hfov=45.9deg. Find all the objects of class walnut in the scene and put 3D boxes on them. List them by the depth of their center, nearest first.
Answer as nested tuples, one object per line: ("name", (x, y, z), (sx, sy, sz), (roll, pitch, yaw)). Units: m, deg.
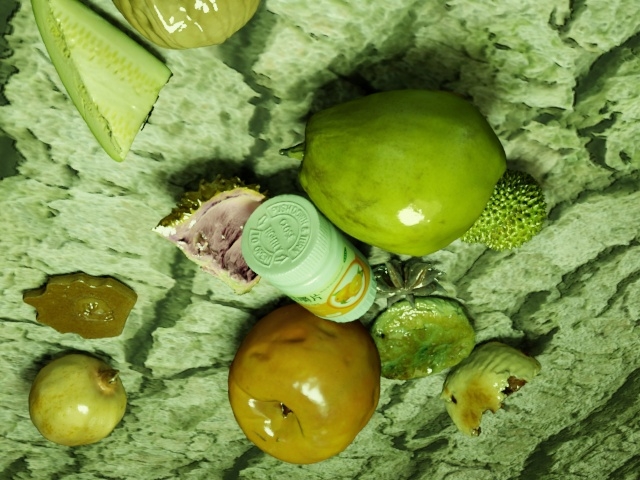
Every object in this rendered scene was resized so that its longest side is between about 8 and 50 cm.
("walnut", (-0.181, -0.363, 0.979), (0.228, 0.228, 0.228), (-7, 137, -6))

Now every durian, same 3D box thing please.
("durian", (-0.171, -0.026, 1.405), (0.191, 0.112, 0.341), (-51, 147, -3))
("durian", (0.343, -0.058, 1.461), (0.198, 0.146, 0.159), (-9, 135, -9))

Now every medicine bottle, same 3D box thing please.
("medicine bottle", (-0.008, 0.047, 1.428), (0.158, 0.158, 0.318), (-26, 150, 14))

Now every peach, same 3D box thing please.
("peach", (-0.028, 0.301, 1.639), (0.342, 0.302, 0.343), (9, 121, 16))

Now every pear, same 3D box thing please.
("pear", (0.115, -0.120, 1.265), (0.375, 0.287, 0.287), (10, 135, 2))

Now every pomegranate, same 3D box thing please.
("pomegranate", (-0.530, 0.346, 1.649), (0.207, 0.207, 0.207), (-7, 137, -6))

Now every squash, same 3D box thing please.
("squash", (-0.368, -0.252, 1.117), (0.252, 0.093, 0.169), (34, 76, -39))

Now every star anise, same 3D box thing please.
("star anise", (0.180, 0.083, 1.628), (0.204, 0.061, 0.181), (-3, 148, -3))

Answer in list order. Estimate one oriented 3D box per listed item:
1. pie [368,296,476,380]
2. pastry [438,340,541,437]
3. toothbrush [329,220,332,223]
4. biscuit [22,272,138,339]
("pie", (0.240, 0.237, 1.795), (0.277, 0.078, 0.277), (-8, 136, -8))
("pastry", (0.417, 0.342, 1.885), (0.236, 0.170, 0.256), (-31, 161, -47))
("toothbrush", (0.000, 0.000, 1.536), (0.019, 0.013, 0.193), (14, 131, -20))
("biscuit", (-0.494, 0.130, 1.539), (0.215, 0.034, 0.182), (15, 130, -23))
